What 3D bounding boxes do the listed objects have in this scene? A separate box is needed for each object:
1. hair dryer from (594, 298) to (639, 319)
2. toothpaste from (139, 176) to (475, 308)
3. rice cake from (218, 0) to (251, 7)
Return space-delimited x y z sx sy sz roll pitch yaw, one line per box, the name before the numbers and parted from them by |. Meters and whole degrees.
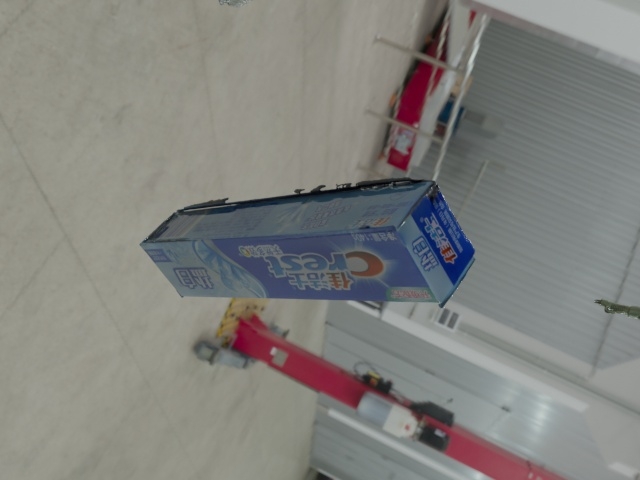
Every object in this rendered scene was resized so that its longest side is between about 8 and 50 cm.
hair dryer | 0.535 0.103 1.115 0.167 0.199 0.067 -29 129 -18
toothpaste | -0.026 0.006 0.531 0.053 0.272 0.066 -49 120 -34
rice cake | -0.012 -0.366 0.918 0.270 0.055 0.049 -30 164 10
